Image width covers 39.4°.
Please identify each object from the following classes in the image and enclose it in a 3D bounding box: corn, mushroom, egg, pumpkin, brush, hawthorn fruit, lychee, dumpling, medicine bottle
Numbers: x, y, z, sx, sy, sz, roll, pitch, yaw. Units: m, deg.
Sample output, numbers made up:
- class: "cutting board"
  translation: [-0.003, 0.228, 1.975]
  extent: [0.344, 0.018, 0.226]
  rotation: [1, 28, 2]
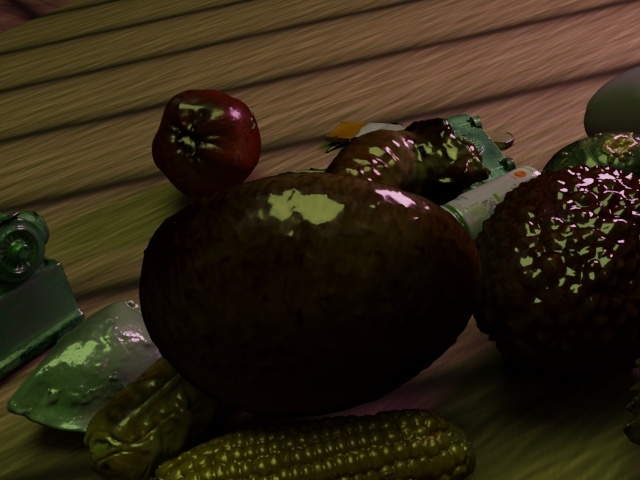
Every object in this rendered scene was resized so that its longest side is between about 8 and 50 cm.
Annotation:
- class: "corn"
  translation: [-0.016, 0.223, 0.828]
  extent: [0.322, 0.119, 0.119]
  rotation: [-13, 29, -8]
- class: "mushroom"
  translation: [0.007, 0.005, 0.878]
  extent: [0.334, 0.356, 0.331]
  rotation: [18, -6, -22]
- class: "egg"
  translation: [0.496, -0.191, 1.336]
  extent: [0.199, 0.146, 0.146]
  rotation: [-4, 30, 24]
- class: "pumpkin"
  translation: [0.358, -0.048, 1.098]
  extent: [0.190, 0.190, 0.146]
  rotation: [-16, 27, -9]
- class: "brush"
  translation: [0.172, -0.181, 1.563]
  extent: [0.336, 0.020, 0.085]
  rotation: [7, 34, 28]
- class: "hawthorn fruit"
  translation: [-0.179, -0.157, 1.499]
  extent: [0.185, 0.185, 0.202]
  rotation: [-2, -6, 17]
- class: "lychee"
  translation: [0.265, 0.038, 0.931]
  extent: [0.236, 0.236, 0.271]
  rotation: [14, 19, 37]
- class: "dumpling"
  translation: [-0.253, 0.154, 1.042]
  extent: [0.149, 0.105, 0.217]
  rotation: [15, 38, 39]
- class: "medicine bottle"
  translation: [0.224, -0.032, 1.218]
  extent: [0.183, 0.086, 0.086]
  rotation: [-24, 32, -22]

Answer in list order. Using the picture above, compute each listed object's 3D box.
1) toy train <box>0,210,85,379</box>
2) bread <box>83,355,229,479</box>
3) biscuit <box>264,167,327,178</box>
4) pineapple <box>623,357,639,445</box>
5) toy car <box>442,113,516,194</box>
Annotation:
- class: "toy train"
  translation: [-0.454, 0.073, 1.155]
  extent: [0.145, 0.202, 0.266]
  rotation: [14, 37, 38]
- class: "bread"
  translation: [-0.150, 0.169, 1.000]
  extent: [0.269, 0.098, 0.087]
  rotation: [-40, -2, -40]
- class: "biscuit"
  translation: [-0.013, 0.015, 1.193]
  extent: [0.296, 0.075, 0.296]
  rotation: [-2, 45, 2]
- class: "pineapple"
  translation: [0.359, 0.139, 0.802]
  extent: [0.193, 0.166, 0.166]
  rotation: [-19, 30, -9]
- class: "toy car"
  translation: [0.228, -0.123, 1.386]
  extent: [0.090, 0.076, 0.224]
  rotation: [-13, 37, -6]
